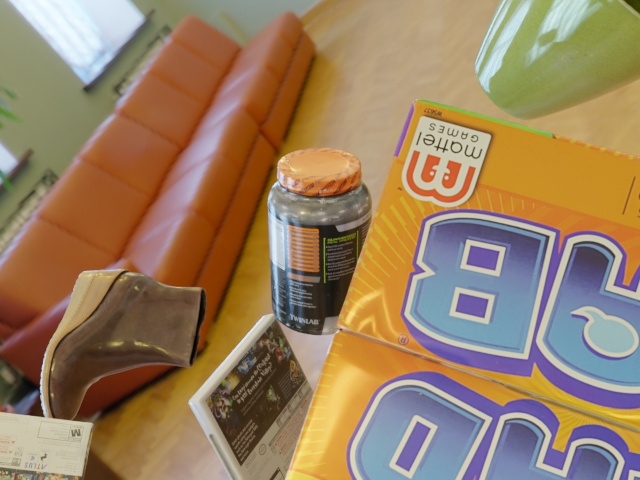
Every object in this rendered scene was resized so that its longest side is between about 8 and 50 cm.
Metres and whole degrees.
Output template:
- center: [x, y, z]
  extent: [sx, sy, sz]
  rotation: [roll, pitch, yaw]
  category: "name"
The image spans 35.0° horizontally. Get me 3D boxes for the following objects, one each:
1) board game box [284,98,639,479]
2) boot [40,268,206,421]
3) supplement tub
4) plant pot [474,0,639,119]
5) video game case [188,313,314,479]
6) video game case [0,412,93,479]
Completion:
- center: [0.212, 0.139, 0.838]
  extent: [0.356, 0.356, 0.356]
  rotation: [31, -103, -74]
  category: "board game box"
- center: [-0.290, 0.166, 1.501]
  extent: [0.090, 0.207, 0.248]
  rotation: [53, -131, -70]
  category: "boot"
- center: [0.000, 0.000, 1.139]
  extent: [0.117, 0.190, 0.117]
  rotation: [0, 28, 0]
  category: "supplement tub"
- center: [0.360, -0.306, 1.435]
  extent: [0.293, 0.275, 0.275]
  rotation: [-44, 11, 49]
  category: "plant pot"
- center: [-0.066, 0.207, 1.205]
  extent: [0.022, 0.173, 0.190]
  rotation: [-15, 19, 32]
  category: "video game case"
- center: [-0.407, 0.303, 1.230]
  extent: [0.042, 0.232, 0.210]
  rotation: [107, 168, -45]
  category: "video game case"
